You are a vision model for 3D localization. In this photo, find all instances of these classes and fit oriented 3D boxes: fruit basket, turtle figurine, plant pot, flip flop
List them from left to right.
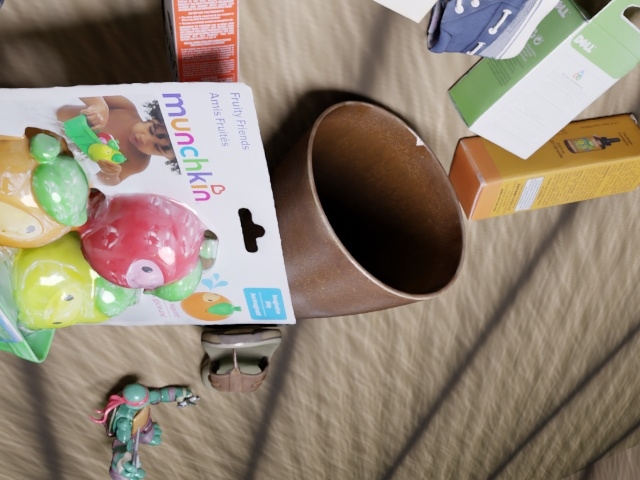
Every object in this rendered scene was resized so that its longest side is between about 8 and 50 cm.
[{"bbox_3d":[-0.214,0.000,0.658,0.353,0.165,0.327,4,141,8],"label":"fruit basket"},{"bbox_3d":[-0.272,0.278,1.114,0.175,0.118,0.234,-45,166,-40],"label":"turtle figurine"},{"bbox_3d":[-0.121,0.185,1.042,0.112,0.080,0.277,0,154,-16],"label":"flip flop"},{"bbox_3d":[0.000,0.000,0.799,0.215,0.215,0.230,15,148,-38],"label":"plant pot"}]

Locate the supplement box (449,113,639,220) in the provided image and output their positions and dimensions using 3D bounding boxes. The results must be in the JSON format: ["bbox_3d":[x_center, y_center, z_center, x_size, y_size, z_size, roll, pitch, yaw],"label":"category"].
[{"bbox_3d":[0.282,-0.090,0.889,0.233,0.078,0.080,-11,144,-9],"label":"supplement box"}]

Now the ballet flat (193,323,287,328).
[{"bbox_3d":[-0.121,0.094,0.999,0.173,0.049,0.057,0,-178,-22],"label":"ballet flat"}]

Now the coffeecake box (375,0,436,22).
[{"bbox_3d":[0.073,-0.277,0.550,0.142,0.068,0.185,13,134,-37],"label":"coffeecake box"}]

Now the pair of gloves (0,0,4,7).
[{"bbox_3d":[-0.284,-0.195,0.553,0.083,0.010,0.074,18,131,-41],"label":"pair of gloves"}]

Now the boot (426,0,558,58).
[{"bbox_3d":[0.152,-0.219,0.633,0.086,0.069,0.190,-2,158,-6],"label":"boot"}]

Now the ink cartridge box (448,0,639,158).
[{"bbox_3d":[0.249,-0.186,0.756,0.109,0.062,0.209,18,131,-40],"label":"ink cartridge box"}]

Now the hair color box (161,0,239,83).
[{"bbox_3d":[-0.097,-0.186,0.577,0.053,0.093,0.167,-8,143,-14],"label":"hair color box"}]
